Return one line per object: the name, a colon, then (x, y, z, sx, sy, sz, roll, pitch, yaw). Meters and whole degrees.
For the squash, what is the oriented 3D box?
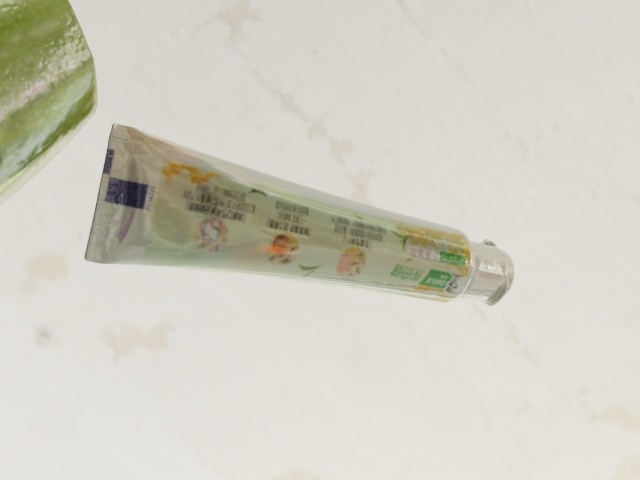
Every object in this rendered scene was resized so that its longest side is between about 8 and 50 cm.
squash: (-0.203, -0.089, 0.741, 0.123, 0.170, 0.170, -31, -39, -25)

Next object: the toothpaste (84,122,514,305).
toothpaste: (0.000, 0.000, 0.854, 0.314, 0.058, 0.056, 13, -45, -37)
